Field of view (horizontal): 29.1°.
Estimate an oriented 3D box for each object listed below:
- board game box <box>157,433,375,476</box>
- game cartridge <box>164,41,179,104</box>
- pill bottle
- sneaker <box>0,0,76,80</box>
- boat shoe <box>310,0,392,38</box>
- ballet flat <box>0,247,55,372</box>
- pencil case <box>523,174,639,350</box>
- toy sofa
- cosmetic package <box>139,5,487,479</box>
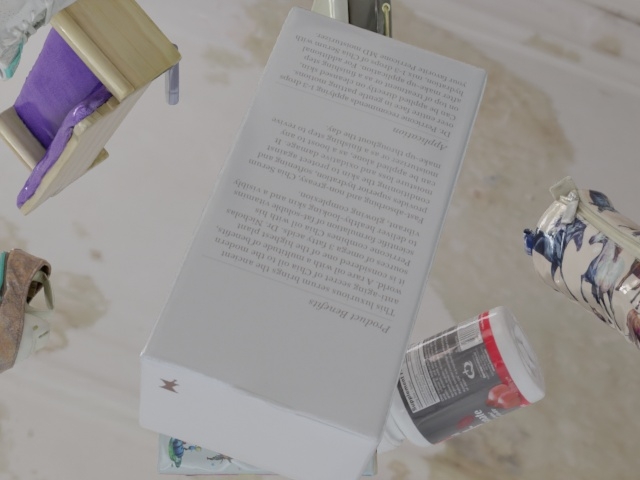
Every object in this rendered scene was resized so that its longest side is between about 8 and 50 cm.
[{"bbox_3d":[-0.070,0.300,1.815,0.303,0.098,0.224,-2,169,4],"label":"board game box"},{"bbox_3d":[-0.204,-0.229,1.691,0.017,0.083,0.056,-2,-167,-10],"label":"game cartridge"},{"bbox_3d":[0.214,0.253,2.150,0.176,0.318,0.176,55,-161,-29],"label":"pill bottle"},{"bbox_3d":[-0.271,-0.180,1.045,0.212,0.080,0.094,-28,-109,-29],"label":"sneaker"},{"bbox_3d":[0.045,-0.357,1.527,0.091,0.305,0.109,3,175,-21],"label":"boat shoe"},{"bbox_3d":[-0.483,0.119,1.985,0.106,0.107,0.316,16,-146,-15],"label":"ballet flat"},{"bbox_3d":[0.443,0.052,1.727,0.160,0.183,0.410,-37,-154,-4],"label":"pencil case"},{"bbox_3d":[-0.351,-0.189,1.689,0.150,0.362,0.177,50,-122,-2],"label":"toy sofa"},{"bbox_3d":[0.000,0.000,1.260,0.230,0.161,0.453,19,-123,2],"label":"cosmetic package"}]
